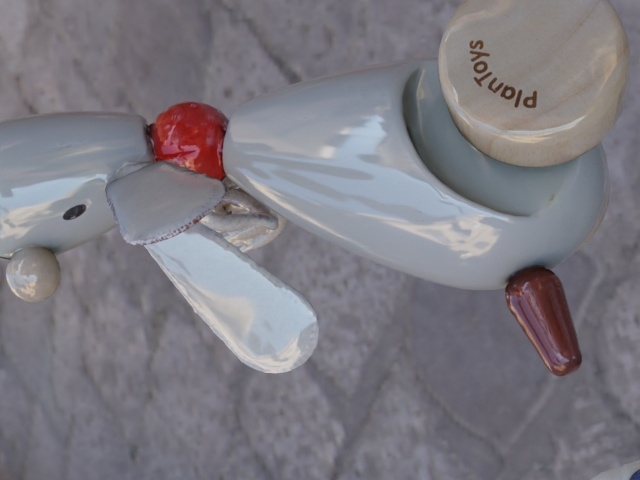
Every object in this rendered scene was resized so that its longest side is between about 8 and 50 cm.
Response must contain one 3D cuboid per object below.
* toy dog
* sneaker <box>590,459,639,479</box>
[{"bbox_3d":[0.000,0.000,0.670,0.333,0.220,0.161,-17,63,28],"label":"toy dog"},{"bbox_3d":[0.214,0.120,0.628,0.131,0.296,0.112,-1,78,33],"label":"sneaker"}]
